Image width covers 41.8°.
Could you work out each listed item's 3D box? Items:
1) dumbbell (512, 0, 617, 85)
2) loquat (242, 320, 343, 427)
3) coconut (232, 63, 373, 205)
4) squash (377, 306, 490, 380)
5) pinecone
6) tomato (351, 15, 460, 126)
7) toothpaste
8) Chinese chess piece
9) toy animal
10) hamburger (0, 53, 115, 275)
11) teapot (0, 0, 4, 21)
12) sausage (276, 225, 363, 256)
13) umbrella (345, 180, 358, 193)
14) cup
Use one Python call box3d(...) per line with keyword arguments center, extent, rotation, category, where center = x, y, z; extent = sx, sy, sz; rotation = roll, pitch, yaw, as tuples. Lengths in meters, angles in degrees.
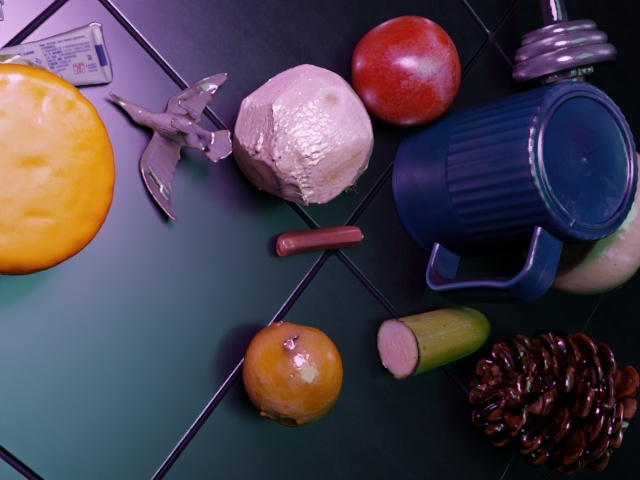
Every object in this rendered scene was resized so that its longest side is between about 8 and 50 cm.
box3d(center=(0.384, -0.435, 1.414), extent=(0.179, 0.179, 0.406), rotation=(-14, 92, -32), category="dumbbell")
box3d(center=(-0.037, 0.178, 1.119), extent=(0.141, 0.141, 0.141), rotation=(3, 84, -32), category="loquat")
box3d(center=(-0.015, -0.143, 1.137), extent=(0.194, 0.194, 0.194), rotation=(3, 84, -32), category="coconut")
box3d(center=(0.185, 0.150, 1.291), extent=(0.188, 0.095, 0.095), rotation=(-8, 90, -37), category="squash")
box3d(center=(0.369, 0.249, 1.321), extent=(0.272, 0.224, 0.224), rotation=(21, 75, -25), category="pinecone")
box3d(center=(0.131, -0.252, 1.255), extent=(0.167, 0.167, 0.167), rotation=(3, 84, -32), category="tomato")
box3d(center=(-0.373, -0.201, 0.994), extent=(0.268, 0.047, 0.069), rotation=(-22, 79, -34), category="toothpaste")
box3d(center=(0.432, -0.039, 1.359), extent=(0.104, 0.257, 0.257), rotation=(14, 78, -19), category="Chinese chess piece")
box3d(center=(-0.191, -0.156, 1.077), extent=(0.155, 0.095, 0.219), rotation=(35, 68, -30), category="toy animal")
box3d(center=(-0.354, -0.078, 0.920), extent=(0.246, 0.170, 0.246), rotation=(-3, 94, -42), category="hamburger")
box3d(center=(-0.429, -0.274, 0.950), extent=(0.108, 0.149, 0.111), rotation=(-35, 143, -44), category="teapot")
box3d(center=(0.000, 0.000, 1.217), extent=(0.147, 0.035, 0.030), rotation=(-7, 121, -34), category="sausage")
box3d(center=(0.031, -0.101, 1.255), extent=(0.083, 0.020, 0.031), rotation=(43, 64, -16), category="umbrella")
box3d(center=(0.270, -0.081, 1.242), extent=(0.308, 0.292, 0.242), rotation=(-41, 107, -29), category="cup")
